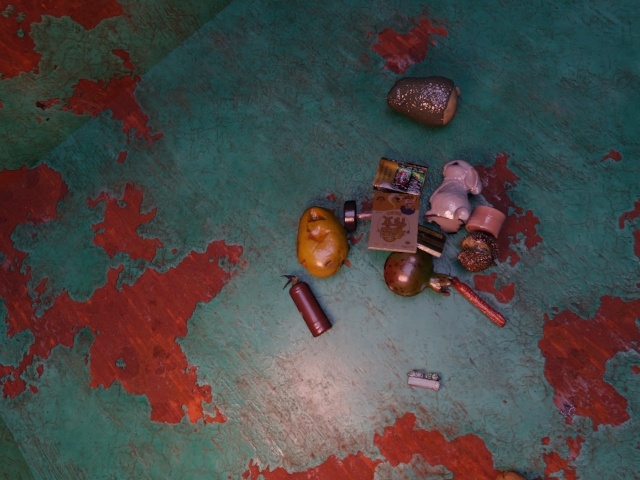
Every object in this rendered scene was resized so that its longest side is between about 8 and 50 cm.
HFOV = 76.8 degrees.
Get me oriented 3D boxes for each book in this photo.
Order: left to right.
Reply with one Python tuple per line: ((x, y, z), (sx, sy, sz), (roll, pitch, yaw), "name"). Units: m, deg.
((0.331, -0.086, 1.805), (0.208, 0.020, 0.295), (5, 63, 10), "book")
((0.491, -0.006, 1.851), (0.160, 0.228, 0.024), (25, 119, 13), "book")

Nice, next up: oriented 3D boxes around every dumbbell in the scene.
((0.224, -0.120, 1.936), (0.218, 0.152, 0.152), (-1, 76, 8), "dumbbell")

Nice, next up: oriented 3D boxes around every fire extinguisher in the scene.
((-0.084, 0.293, 1.912), (0.138, 0.102, 0.344), (-43, 71, 32), "fire extinguisher")

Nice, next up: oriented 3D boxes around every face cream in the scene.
((0.757, -0.081, 1.853), (0.149, 0.149, 0.104), (25, 82, 13), "face cream")

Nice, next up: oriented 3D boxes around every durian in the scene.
((0.720, 0.062, 1.822), (0.196, 0.167, 0.196), (0, 88, -4), "durian")

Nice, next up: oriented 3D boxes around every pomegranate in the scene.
((0.437, 0.133, 1.803), (0.306, 0.242, 0.242), (-1, 76, 10), "pomegranate")

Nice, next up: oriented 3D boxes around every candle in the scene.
((0.703, 0.266, 1.829), (0.329, 0.048, 0.051), (42, 98, 14), "candle")

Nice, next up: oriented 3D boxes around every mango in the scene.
((0.000, 0.000, 1.936), (0.253, 0.182, 0.364), (-16, 63, 7), "mango")

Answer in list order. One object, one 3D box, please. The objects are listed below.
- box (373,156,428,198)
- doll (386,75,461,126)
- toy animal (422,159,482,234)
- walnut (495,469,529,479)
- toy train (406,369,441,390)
((0.395, -0.306, 2.002), (0.240, 0.071, 0.159), (14, 76, 11), "box")
((0.511, -0.708, 2.016), (0.350, 0.247, 0.247), (15, 79, 18), "doll")
((0.634, -0.218, 1.884), (0.258, 0.194, 0.357), (7, 67, 53), "toy animal")
((0.769, 0.996, 1.592), (0.167, 0.149, 0.166), (7, 109, 22), "walnut")
((0.455, 0.615, 1.781), (0.148, 0.038, 0.070), (7, 77, 10), "toy train")
